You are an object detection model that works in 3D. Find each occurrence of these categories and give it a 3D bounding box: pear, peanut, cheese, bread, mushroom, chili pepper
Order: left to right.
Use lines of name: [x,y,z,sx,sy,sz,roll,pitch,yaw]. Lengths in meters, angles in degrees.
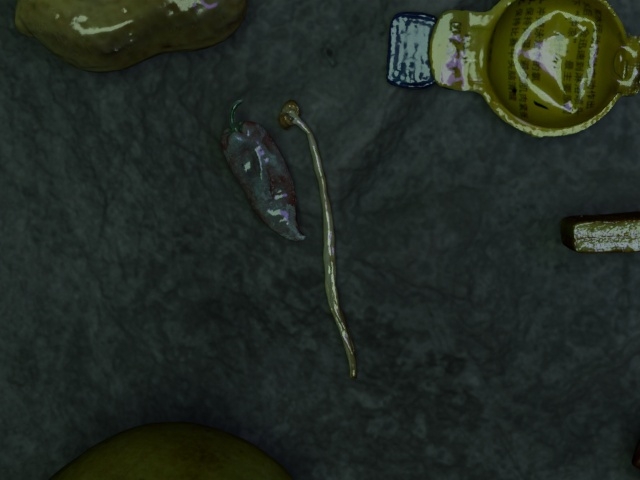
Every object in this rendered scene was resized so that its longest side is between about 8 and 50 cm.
peanut: [-0.185,-0.222,1.656,0.229,0.098,0.103,-11,52,3]
pear: [-0.158,0.328,1.601,0.304,0.304,0.304,0,94,3]
chili pepper: [-0.058,-0.066,1.685,0.050,0.041,0.153,-21,109,24]
mushroom: [0.006,-0.001,1.697,0.028,0.026,0.286,-14,95,20]
cheese: [0.187,-0.181,1.654,0.250,0.064,0.156,7,93,12]
bread: [0.281,-0.008,1.643,0.090,0.094,0.035,-3,94,1]

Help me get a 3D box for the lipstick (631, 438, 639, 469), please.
lipstick: [0.440,0.270,1.658,0.300,0.081,0.081,29,95,1]
